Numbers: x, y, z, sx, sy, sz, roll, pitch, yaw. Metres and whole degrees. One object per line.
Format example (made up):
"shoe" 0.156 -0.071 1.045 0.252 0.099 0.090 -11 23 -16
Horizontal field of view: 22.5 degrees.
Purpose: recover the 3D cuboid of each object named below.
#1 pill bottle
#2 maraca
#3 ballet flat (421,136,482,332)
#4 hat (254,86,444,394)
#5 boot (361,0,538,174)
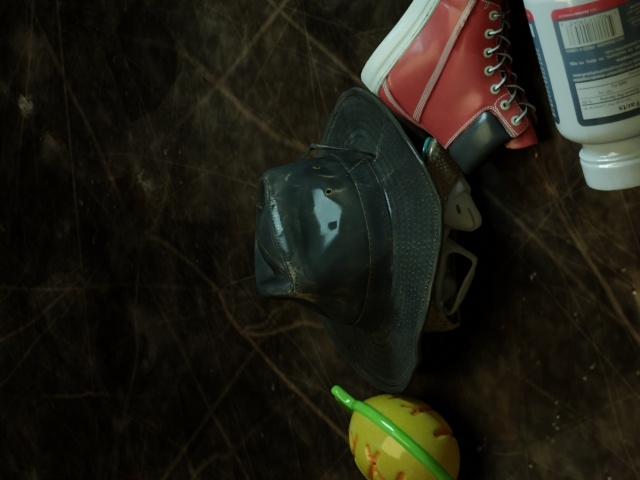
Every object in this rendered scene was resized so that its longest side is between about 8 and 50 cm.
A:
"pill bottle" 0.245 -0.141 1.371 0.108 0.108 0.180 6 119 50
"maraca" 0.076 0.206 1.672 0.127 0.099 0.186 52 168 -33
"ballet flat" 0.127 -0.003 1.608 0.067 0.073 0.206 13 112 22
"hat" 0.000 0.000 1.640 0.331 0.134 0.331 178 90 -68
"boot" 0.169 -0.187 1.507 0.176 0.088 0.244 43 120 16
